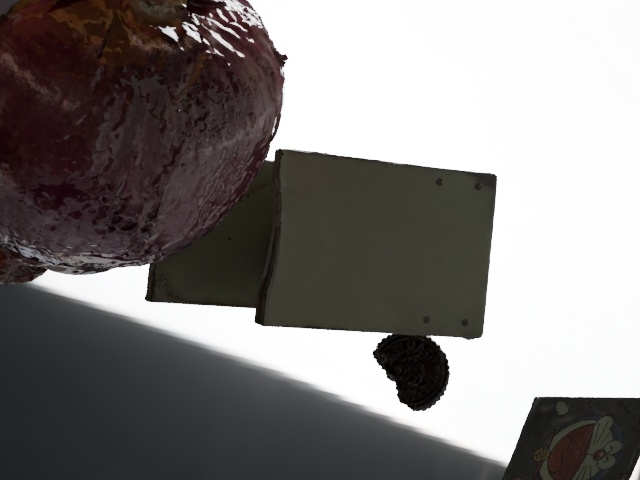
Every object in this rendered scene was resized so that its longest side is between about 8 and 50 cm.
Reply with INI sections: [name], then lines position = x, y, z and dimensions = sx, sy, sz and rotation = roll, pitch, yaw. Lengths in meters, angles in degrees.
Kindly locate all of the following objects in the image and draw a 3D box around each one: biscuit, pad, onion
[biscuit]
position = 0.098, 0.141, 1.611
dimensions = 0.027, 0.089, 0.087
rotation = 94, 7, -84
[pad]
position = 0.258, 0.267, 1.566
dimensions = 0.006, 0.170, 0.245
rotation = 53, -48, 53
[onion]
position = -0.158, -0.044, 1.161
dimensions = 0.159, 0.267, 0.349
rotation = 50, -47, 27

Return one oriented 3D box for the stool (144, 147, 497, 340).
[stool]
position = 0.000, 0.000, 1.489
dimensions = 0.243, 0.269, 0.170
rotation = 6, -89, 56
